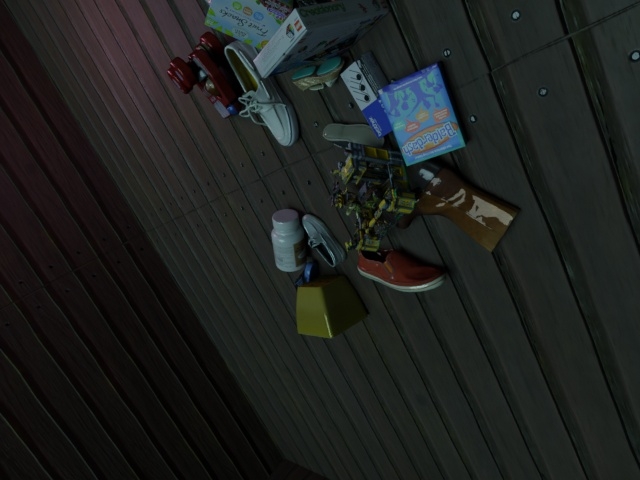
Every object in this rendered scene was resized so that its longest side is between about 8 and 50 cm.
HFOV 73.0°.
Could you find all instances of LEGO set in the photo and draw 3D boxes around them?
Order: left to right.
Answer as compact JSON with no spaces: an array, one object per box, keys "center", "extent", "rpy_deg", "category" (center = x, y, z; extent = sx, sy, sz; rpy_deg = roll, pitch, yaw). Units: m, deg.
[{"center":[0.110,-0.120,1.247],"extent":[0.331,0.191,0.255],"rpy_deg":[131,142,-61],"category":"LEGO set"}]

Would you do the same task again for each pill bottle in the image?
[{"center":[-0.126,-0.002,1.713],"extent":[0.131,0.131,0.230],"rpy_deg":[23,134,34],"category":"pill bottle"}]

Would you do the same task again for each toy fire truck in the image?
[{"center":[-0.372,-0.541,1.489],"extent":[0.254,0.169,0.302],"rpy_deg":[49,169,-22],"category":"toy fire truck"}]

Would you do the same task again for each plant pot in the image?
[{"center":[0.025,0.246,1.707],"extent":[0.212,0.212,0.187],"rpy_deg":[-7,101,49],"category":"plant pot"}]

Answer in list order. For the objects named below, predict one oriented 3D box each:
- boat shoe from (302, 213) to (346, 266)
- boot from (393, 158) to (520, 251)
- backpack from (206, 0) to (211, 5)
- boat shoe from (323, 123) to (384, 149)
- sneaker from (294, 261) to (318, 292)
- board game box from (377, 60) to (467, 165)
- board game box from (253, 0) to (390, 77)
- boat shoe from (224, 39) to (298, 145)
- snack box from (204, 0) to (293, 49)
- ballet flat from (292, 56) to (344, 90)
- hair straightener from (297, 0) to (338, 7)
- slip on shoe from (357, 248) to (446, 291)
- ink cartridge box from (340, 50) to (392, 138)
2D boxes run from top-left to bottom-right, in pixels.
[{"center":[0.000,0.001,1.621],"extent":[0.227,0.081,0.079],"rpy_deg":[49,143,5],"category":"boat shoe"},{"center":[0.363,-0.065,1.203],"extent":[0.280,0.096,0.264],"rpy_deg":[35,133,11],"category":"boot"},{"center":[-0.293,-0.777,1.263],"extent":[0.166,0.144,0.188],"rpy_deg":[47,146,0],"category":"backpack"},{"center":[0.107,-0.304,1.298],"extent":[0.206,0.075,0.065],"rpy_deg":[19,175,30],"category":"boat shoe"},{"center":[-0.065,0.168,1.826],"extent":[0.090,0.081,0.232],"rpy_deg":[26,137,21],"category":"sneaker"},{"center":[0.256,-0.312,1.086],"extent":[0.160,0.047,0.210],"rpy_deg":[-16,108,32],"category":"board game box"},{"center":[0.006,-0.490,1.033],"extent":[0.193,0.305,0.053],"rpy_deg":[-22,100,52],"category":"board game box"},{"center":[-0.205,-0.465,1.404],"extent":[0.135,0.156,0.367],"rpy_deg":[-4,116,49],"category":"boat shoe"},{"center":[-0.203,-0.655,1.227],"extent":[0.206,0.070,0.174],"rpy_deg":[17,149,-23],"category":"snack box"},{"center":[0.005,-0.478,1.259],"extent":[0.206,0.073,0.067],"rpy_deg":[9,152,47],"category":"ballet flat"},{"center":[-0.020,-0.627,1.143],"extent":[0.230,0.047,0.089],"rpy_deg":[43,140,29],"category":"hair straightener"},{"center":[0.249,0.085,1.400],"extent":[0.331,0.123,0.102],"rpy_deg":[16,126,45],"category":"slip on shoe"},{"center":[0.147,-0.391,1.176],"extent":[0.097,0.046,0.207],"rpy_deg":[-22,103,53],"category":"ink cartridge box"}]
